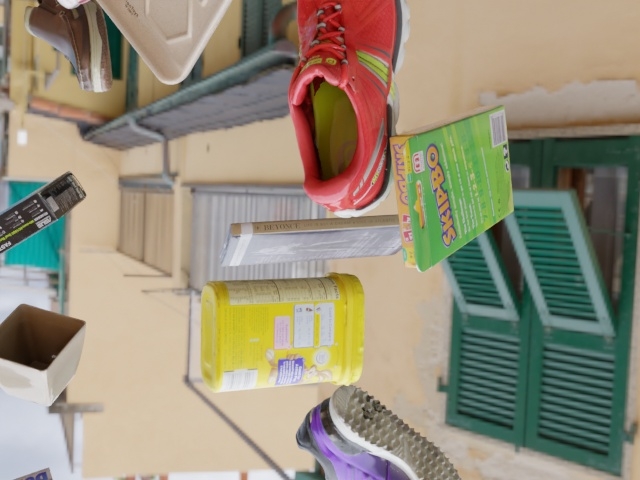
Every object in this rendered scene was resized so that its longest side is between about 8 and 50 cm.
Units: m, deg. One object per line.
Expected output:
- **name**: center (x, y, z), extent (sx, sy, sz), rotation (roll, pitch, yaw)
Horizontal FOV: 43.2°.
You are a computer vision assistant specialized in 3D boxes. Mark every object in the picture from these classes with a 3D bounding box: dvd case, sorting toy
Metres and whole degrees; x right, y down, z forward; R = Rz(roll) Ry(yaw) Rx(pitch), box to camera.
- **dvd case**: center (0.000, 0.000, 0.926), extent (0.221, 0.018, 0.164), rotation (-4, 168, -12)
- **sorting toy**: center (-0.156, -0.292, 0.809), extent (0.038, 0.193, 0.208), rotation (-33, 173, -47)

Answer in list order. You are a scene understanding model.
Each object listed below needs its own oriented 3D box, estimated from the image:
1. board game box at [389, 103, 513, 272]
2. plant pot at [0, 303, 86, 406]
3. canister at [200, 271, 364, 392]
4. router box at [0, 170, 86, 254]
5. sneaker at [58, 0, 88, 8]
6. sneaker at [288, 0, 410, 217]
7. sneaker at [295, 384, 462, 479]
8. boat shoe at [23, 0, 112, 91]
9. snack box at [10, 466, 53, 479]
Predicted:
- **board game box**: center (0.136, -0.060, 0.816), extent (0.039, 0.124, 0.259), rotation (-1, -166, 30)
- **plant pot**: center (-0.404, 0.170, 1.150), extent (0.109, 0.096, 0.109), rotation (14, -143, 11)
- **canister**: center (-0.043, 0.100, 0.890), extent (0.169, 0.126, 0.073), rotation (-1, -175, -25)
- **router box**: center (-0.334, -0.024, 0.907), extent (0.122, 0.038, 0.092), rotation (-28, -164, 14)
- **sneaker**: center (-0.299, -0.316, 0.954), extent (0.070, 0.051, 0.134), rotation (39, -157, -30)
- **sneaker**: center (0.019, -0.161, 0.735), extent (0.107, 0.279, 0.118), rotation (-6, 179, 24)
- **sneaker**: center (0.083, 0.336, 1.169), extent (0.146, 0.293, 0.102), rotation (-39, -166, 29)
- **boat shoe**: center (-0.326, -0.270, 1.028), extent (0.095, 0.095, 0.257), rotation (-9, -135, -16)
- **snack box**: center (-0.594, 0.490, 1.524), extent (0.178, 0.022, 0.064), rotation (-15, -127, -23)
